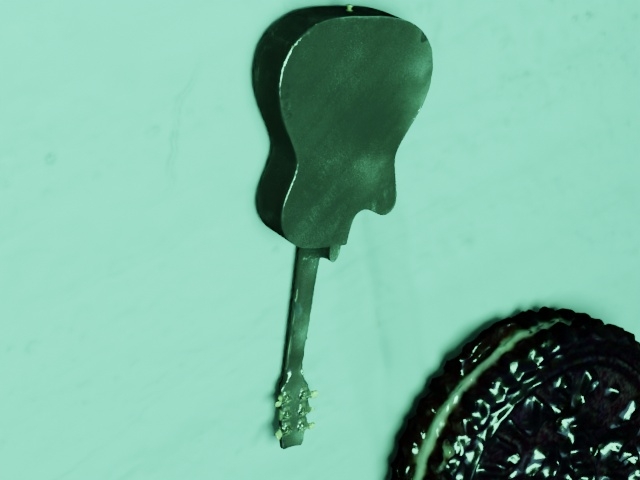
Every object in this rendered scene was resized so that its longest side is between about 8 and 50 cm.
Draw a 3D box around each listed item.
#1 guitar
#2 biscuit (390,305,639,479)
[{"bbox_3d":[0.000,0.000,0.636,0.088,0.025,0.233,-7,116,-35],"label":"guitar"},{"bbox_3d":[0.124,0.129,0.774,0.194,0.053,0.194,-16,120,-30],"label":"biscuit"}]
